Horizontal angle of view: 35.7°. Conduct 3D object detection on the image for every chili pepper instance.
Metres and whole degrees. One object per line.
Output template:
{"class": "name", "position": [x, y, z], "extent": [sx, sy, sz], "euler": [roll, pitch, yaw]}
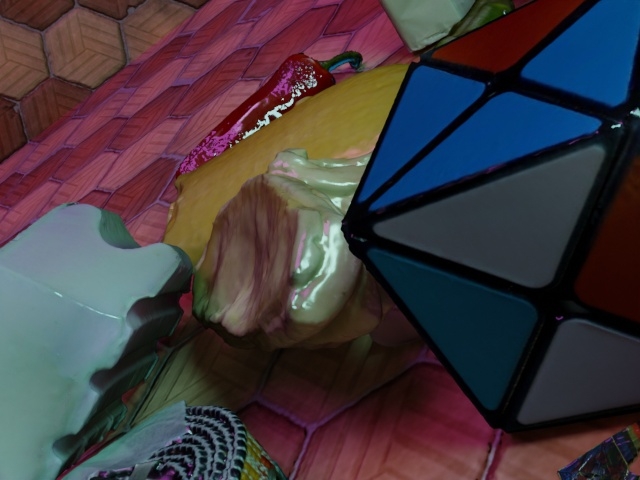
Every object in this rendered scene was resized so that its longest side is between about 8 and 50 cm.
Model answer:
{"class": "chili pepper", "position": [-0.079, -0.200, 1.595], "extent": [0.387, 0.110, 0.110], "euler": [-44, 25, -13]}

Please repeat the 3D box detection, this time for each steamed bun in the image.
{"class": "steamed bun", "position": [0.000, 0.000, 1.037], "extent": [0.428, 0.189, 0.247], "euler": [162, 115, -70]}

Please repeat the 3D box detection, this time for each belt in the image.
{"class": "belt", "position": [-0.130, 0.252, 0.877], "extent": [0.257, 0.150, 0.207], "euler": [-8, 32, 49]}

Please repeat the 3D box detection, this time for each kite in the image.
{"class": "kite", "position": [0.207, 0.167, 0.711], "extent": [0.090, 0.004, 0.122], "euler": [-3, 44, 53]}

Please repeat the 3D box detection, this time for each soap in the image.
{"class": "soap", "position": [-0.265, 0.099, 1.112], "extent": [0.261, 0.156, 0.446], "euler": [-63, 0, -1]}
{"class": "soap", "position": [-0.027, -0.097, 1.347], "extent": [0.427, 0.115, 0.306], "euler": [-26, 25, 27]}

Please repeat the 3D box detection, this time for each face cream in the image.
{"class": "face cream", "position": [0.106, 0.020, 1.033], "extent": [0.084, 0.057, 0.198], "euler": [-30, 24, 41]}

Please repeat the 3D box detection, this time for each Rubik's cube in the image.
{"class": "Rubik's cube", "position": [0.203, -0.033, 0.761], "extent": [0.246, 0.250, 0.248], "euler": [-20, 30, 38]}

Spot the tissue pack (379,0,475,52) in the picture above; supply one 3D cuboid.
{"class": "tissue pack", "position": [0.135, -0.533, 1.526], "extent": [0.207, 0.380, 0.297], "euler": [-22, 29, 26]}

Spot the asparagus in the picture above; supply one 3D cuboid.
{"class": "asparagus", "position": [0.207, -0.267, 1.314], "extent": [0.085, 0.082, 0.343], "euler": [11, 34, 20]}
